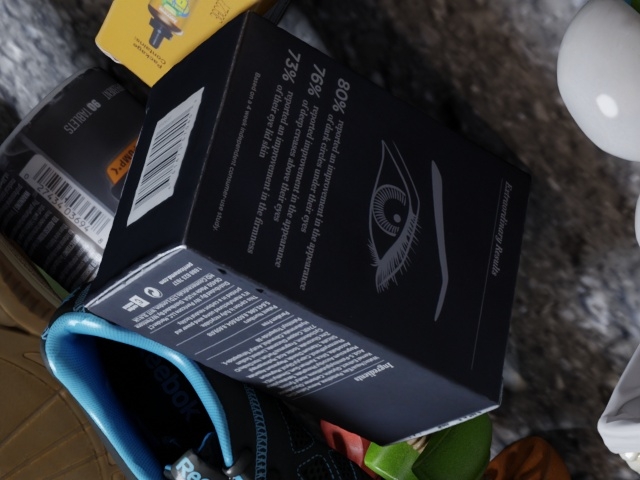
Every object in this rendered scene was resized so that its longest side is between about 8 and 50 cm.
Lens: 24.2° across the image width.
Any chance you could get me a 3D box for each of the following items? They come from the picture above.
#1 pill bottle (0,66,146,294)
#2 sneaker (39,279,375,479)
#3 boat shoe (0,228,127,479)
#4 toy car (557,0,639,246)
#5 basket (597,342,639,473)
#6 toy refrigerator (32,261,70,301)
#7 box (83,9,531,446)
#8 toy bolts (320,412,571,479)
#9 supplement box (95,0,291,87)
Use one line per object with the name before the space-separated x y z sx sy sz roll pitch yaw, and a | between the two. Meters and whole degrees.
pill bottle | -0.102 0.008 1.002 0.246 0.130 0.130 41 146 -2
sneaker | -0.036 0.159 0.858 0.341 0.125 0.139 45 -169 8
boat shoe | -0.221 0.055 0.981 0.342 0.123 0.123 56 180 -30
toy car | 0.184 -0.074 0.654 0.182 0.159 0.136 57 179 -24
basket | 0.251 0.089 0.776 0.167 0.113 0.103 -13 122 50
toy refrigerator | -0.257 -0.005 1.115 0.269 0.102 0.094 41 147 -21
box | 0.000 0.000 0.816 0.207 0.153 0.108 29 146 -24
toy bolts | 0.062 0.221 1.046 0.158 0.218 0.228 42 164 -14
supplement box | -0.046 -0.162 0.807 0.078 0.080 0.233 41 144 0
